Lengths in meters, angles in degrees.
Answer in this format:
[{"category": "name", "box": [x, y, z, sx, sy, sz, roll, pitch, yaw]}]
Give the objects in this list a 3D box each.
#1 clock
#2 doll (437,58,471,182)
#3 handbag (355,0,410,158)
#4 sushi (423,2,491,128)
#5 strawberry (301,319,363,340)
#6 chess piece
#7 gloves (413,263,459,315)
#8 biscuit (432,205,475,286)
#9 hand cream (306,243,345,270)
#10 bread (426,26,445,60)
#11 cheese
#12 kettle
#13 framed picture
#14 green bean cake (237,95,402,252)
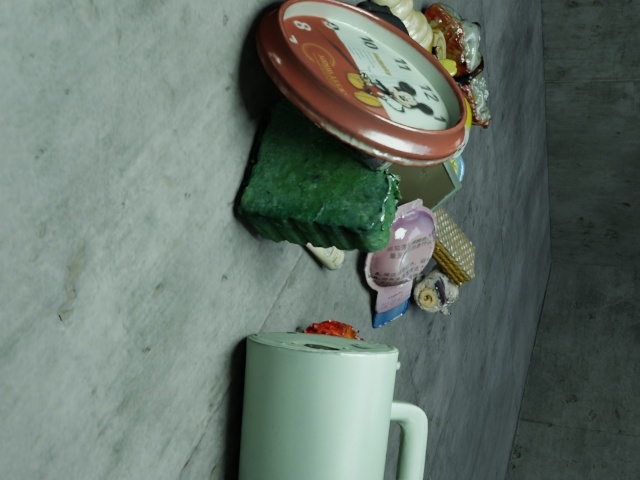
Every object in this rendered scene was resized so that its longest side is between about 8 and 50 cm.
[{"category": "clock", "box": [0.057, -0.214, 1.146, 0.080, 0.318, 0.318, -56, 176, 34]}, {"category": "doll", "box": [0.231, -0.199, 1.723, 0.199, 0.145, 0.363, -59, 157, -28]}, {"category": "handbag", "box": [0.080, -0.265, 1.408, 0.308, 0.093, 0.253, -24, 114, -65]}, {"category": "sushi", "box": [0.306, -0.383, 1.894, 0.130, 0.124, 0.332, -51, 137, -43]}, {"category": "strawberry", "box": [0.008, 0.189, 1.309, 0.145, 0.086, 0.145, 0, 90, -68]}, {"category": "chess piece", "box": [0.136, -0.421, 1.543, 0.170, 0.094, 0.094, 51, 47, -49]}, {"category": "gloves", "box": [0.252, 0.112, 1.880, 0.144, 0.094, 0.110, 15, 57, -62]}, {"category": "biscuit", "box": [0.233, -0.027, 1.758, 0.379, 0.054, 0.094, 45, 45, -43]}, {"category": "hand cream", "box": [0.000, 0.000, 1.334, 0.143, 0.039, 0.061, 50, 50, -53]}, {"category": "bread", "box": [0.223, -0.369, 1.762, 0.122, 0.073, 0.149, 22, 74, -68]}, {"category": "cheese", "box": [0.148, 0.047, 1.592, 0.189, 0.074, 0.286, -23, 135, -31]}, {"category": "kettle", "box": [0.005, 0.292, 1.156, 0.265, 0.205, 0.318, 9, 85, -60]}, {"category": "framed picture", "box": [0.150, -0.086, 1.537, 0.216, 0.016, 0.273, -40, 151, 1]}, {"category": "green bean cake", "box": [0.013, -0.086, 1.128, 0.107, 0.208, 0.193, 61, 42, -57]}]
